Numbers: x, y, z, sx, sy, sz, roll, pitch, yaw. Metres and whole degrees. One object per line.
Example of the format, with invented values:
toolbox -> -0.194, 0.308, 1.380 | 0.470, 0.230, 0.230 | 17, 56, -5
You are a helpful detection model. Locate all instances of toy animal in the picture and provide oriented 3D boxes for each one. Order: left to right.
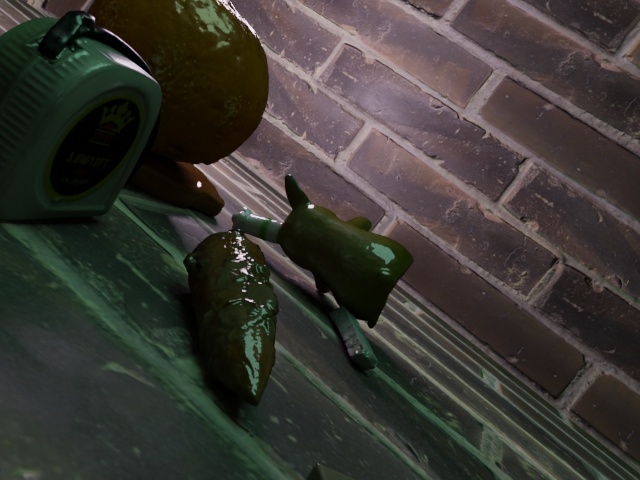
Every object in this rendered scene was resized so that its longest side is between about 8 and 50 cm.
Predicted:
toy animal -> 0.012, 0.008, 1.126 | 0.363, 0.181, 0.180 | 35, 1, 26

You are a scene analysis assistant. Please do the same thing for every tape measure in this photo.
tape measure -> -0.258, -0.126, 0.592 | 0.115, 0.207, 0.235 | 34, 8, 5

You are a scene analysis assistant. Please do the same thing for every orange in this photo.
orange -> -0.248, -0.307, 1.004 | 0.341, 0.293, 0.340 | 34, 12, -9

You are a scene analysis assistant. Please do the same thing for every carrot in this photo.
carrot -> -0.086, 0.080, 0.580 | 0.102, 0.102, 0.263 | 34, 13, -25

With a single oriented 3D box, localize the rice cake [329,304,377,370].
rice cake -> 0.052, 0.159, 0.946 | 0.043, 0.034, 0.211 | 44, 4, -14

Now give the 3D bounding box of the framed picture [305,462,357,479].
framed picture -> 0.171, 0.336, 0.315 | 0.326, 0.028, 0.446 | 33, 7, -25

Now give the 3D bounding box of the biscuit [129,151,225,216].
biscuit -> -0.359, -0.186, 1.122 | 0.385, 0.062, 0.365 | 40, 6, 29
